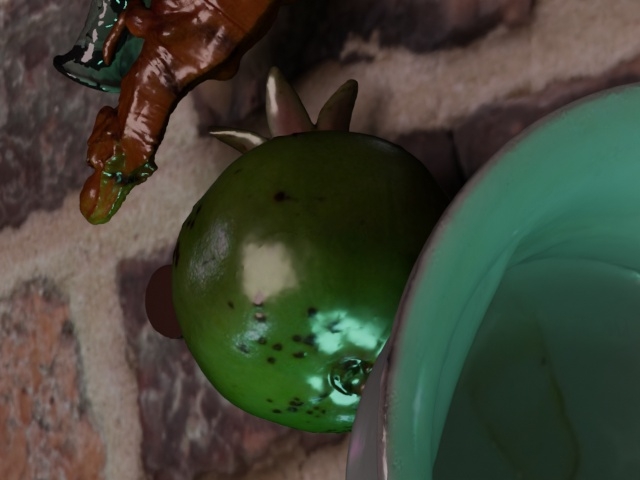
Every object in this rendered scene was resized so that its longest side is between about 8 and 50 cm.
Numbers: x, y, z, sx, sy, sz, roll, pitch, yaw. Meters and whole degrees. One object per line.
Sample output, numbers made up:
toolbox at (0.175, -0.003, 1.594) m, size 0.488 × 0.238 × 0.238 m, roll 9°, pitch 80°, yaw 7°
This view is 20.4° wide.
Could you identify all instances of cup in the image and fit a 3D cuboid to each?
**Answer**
cup at (0.149, 0.115, 0.796) m, size 0.163 × 0.347 × 0.347 m, roll -30°, pitch 66°, yaw 62°

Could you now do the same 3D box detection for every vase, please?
vase at (-0.133, -0.186, 1.235) m, size 0.059 × 0.059 × 0.167 m, roll 39°, pitch 115°, yaw 38°

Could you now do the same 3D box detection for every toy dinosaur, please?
toy dinosaur at (-0.037, -0.204, 1.108) m, size 0.432 × 0.097 × 0.208 m, roll -48°, pitch 42°, yaw 17°

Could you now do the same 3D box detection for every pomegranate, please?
pomegranate at (0.000, 0.000, 1.035) m, size 0.181 × 0.181 × 0.224 m, roll -43°, pitch 38°, yaw 33°

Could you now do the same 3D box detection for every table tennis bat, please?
table tennis bat at (-0.094, 0.047, 1.220) m, size 0.083 × 0.007 × 0.050 m, roll 30°, pitch 107°, yaw 43°
